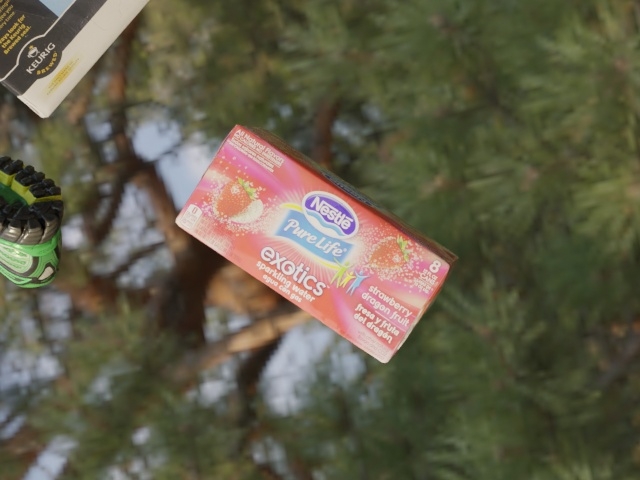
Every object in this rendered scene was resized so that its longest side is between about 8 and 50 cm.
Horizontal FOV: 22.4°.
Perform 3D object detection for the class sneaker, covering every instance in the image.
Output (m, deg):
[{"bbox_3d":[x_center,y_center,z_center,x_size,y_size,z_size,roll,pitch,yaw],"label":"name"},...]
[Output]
[{"bbox_3d":[-0.451,-0.055,2.042,0.134,0.343,0.146,-26,-41,-32],"label":"sneaker"}]

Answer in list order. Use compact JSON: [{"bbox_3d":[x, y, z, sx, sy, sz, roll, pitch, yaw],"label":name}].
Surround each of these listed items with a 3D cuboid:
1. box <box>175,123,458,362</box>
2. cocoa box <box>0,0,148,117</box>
[{"bbox_3d":[0.000,0.000,1.619,0.257,0.122,0.128,34,-173,6],"label":"box"},{"bbox_3d":[-0.328,-0.371,1.886,0.231,0.347,0.228,41,180,37],"label":"cocoa box"}]
